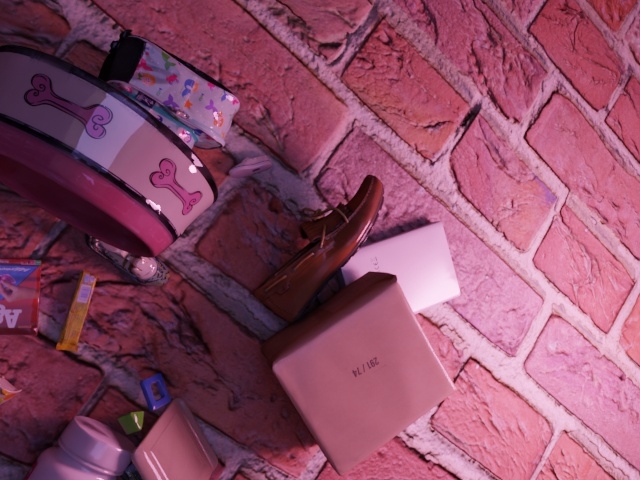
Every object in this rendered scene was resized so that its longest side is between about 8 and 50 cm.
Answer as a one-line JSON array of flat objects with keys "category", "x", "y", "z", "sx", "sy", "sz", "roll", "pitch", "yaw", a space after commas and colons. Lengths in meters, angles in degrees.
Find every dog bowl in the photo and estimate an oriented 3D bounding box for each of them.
[{"category": "dog bowl", "x": -0.385, "y": -0.117, "z": 0.903, "sx": 0.408, "sy": 0.408, "sz": 0.150, "roll": 33, "pitch": 70, "yaw": -19}]

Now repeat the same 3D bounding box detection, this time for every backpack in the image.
[{"category": "backpack", "x": -0.295, "y": -0.257, "z": 1.058, "sx": 0.254, "sy": 0.225, "sz": 0.191, "roll": 19, "pitch": 84, "yaw": -32}]

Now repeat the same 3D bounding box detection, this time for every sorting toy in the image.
[{"category": "sorting toy", "x": -0.612, "y": 0.279, "z": 1.000, "sx": 0.075, "sy": 0.045, "sz": 0.083, "roll": -41, "pitch": 104, "yaw": 0}, {"category": "sorting toy", "x": -0.289, "y": 0.436, "z": 1.077, "sx": 0.047, "sy": 0.196, "sz": 0.347, "roll": -24, "pitch": 99, "yaw": 15}]

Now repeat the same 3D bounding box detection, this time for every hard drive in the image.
[{"category": "hard drive", "x": 0.194, "y": 0.090, "z": 1.357, "sx": 0.308, "sy": 0.040, "sz": 0.203, "roll": -18, "pitch": 95, "yaw": -24}]

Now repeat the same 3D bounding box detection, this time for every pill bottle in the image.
[{"category": "pill bottle", "x": -0.469, "y": 0.477, "z": 0.983, "sx": 0.160, "sy": 0.160, "sz": 0.283, "roll": 36, "pitch": 74, "yaw": -19}]

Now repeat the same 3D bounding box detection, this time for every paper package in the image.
[{"category": "paper package", "x": 0.081, "y": 0.280, "z": 1.202, "sx": 0.325, "sy": 0.168, "sz": 0.309, "roll": -32, "pitch": 101, "yaw": -12}]

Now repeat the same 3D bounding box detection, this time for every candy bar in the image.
[{"category": "candy bar", "x": -0.475, "y": 0.138, "z": 1.072, "sx": 0.040, "sy": 0.018, "sz": 0.161, "roll": 17, "pitch": 81, "yaw": -26}]

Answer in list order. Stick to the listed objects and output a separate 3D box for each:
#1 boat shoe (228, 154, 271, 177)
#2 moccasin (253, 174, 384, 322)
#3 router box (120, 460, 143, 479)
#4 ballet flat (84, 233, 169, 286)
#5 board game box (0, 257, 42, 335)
[{"category": "boat shoe", "x": -0.160, "y": -0.169, "z": 1.219, "sx": 0.100, "sy": 0.035, "sz": 0.035, "roll": -20, "pitch": 69, "yaw": -19}, {"category": "moccasin", "x": 0.000, "y": 0.000, "z": 1.219, "sx": 0.147, "sy": 0.139, "sz": 0.380, "roll": 40, "pitch": 91, "yaw": -6}, {"category": "router box", "x": -0.339, "y": 0.483, "z": 1.107, "sx": 0.092, "sy": 0.038, "sz": 0.122, "roll": -30, "pitch": 100, "yaw": -21}, {"category": "ballet flat", "x": -0.385, "y": 0.035, "z": 1.091, "sx": 0.188, "sy": 0.070, "sz": 0.070, "roll": 33, "pitch": 75, "yaw": -19}, {"category": "board game box", "x": -0.664, "y": 0.101, "z": 0.986, "sx": 0.281, "sy": 0.027, "sz": 0.145, "roll": 3, "pitch": 88, "yaw": -24}]
